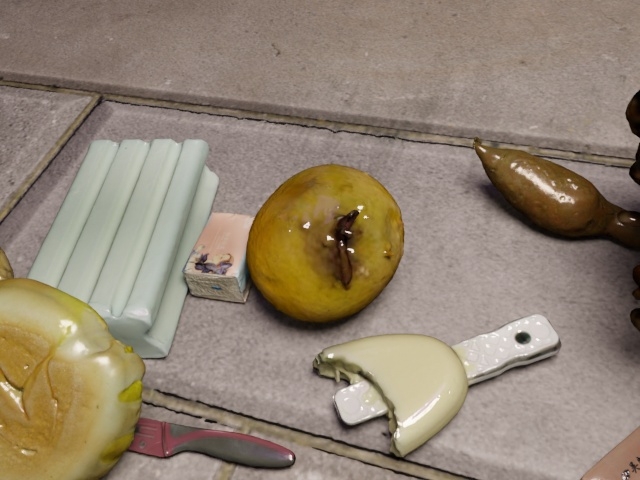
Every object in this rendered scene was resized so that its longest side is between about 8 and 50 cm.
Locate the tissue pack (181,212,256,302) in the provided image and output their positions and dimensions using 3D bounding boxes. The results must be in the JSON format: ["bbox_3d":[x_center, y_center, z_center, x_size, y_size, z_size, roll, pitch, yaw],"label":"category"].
[{"bbox_3d":[-0.107,0.017,0.754,0.074,0.058,0.094,5,51,16],"label":"tissue pack"}]

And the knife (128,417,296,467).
[{"bbox_3d":[-0.142,0.197,0.641,0.248,0.018,0.035,4,58,16],"label":"knife"}]

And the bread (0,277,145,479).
[{"bbox_3d":[-0.270,0.141,0.618,0.214,0.105,0.213,0,88,1],"label":"bread"}]

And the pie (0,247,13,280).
[{"bbox_3d":[-0.488,0.039,0.675,0.340,0.083,0.339,26,31,-17],"label":"pie"}]

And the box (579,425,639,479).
[{"bbox_3d":[0.281,0.194,0.569,0.115,0.025,0.048,-31,51,-16],"label":"box"}]

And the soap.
[{"bbox_3d":[-0.228,0.000,0.769,0.160,0.087,0.265,0,50,9],"label":"soap"}]

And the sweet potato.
[{"bbox_3d":[0.286,-0.036,0.732,0.270,0.074,0.074,27,59,13],"label":"sweet potato"}]

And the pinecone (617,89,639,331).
[{"bbox_3d":[0.421,-0.016,0.503,0.398,0.397,0.397,-4,50,5],"label":"pinecone"}]

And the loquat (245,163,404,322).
[{"bbox_3d":[0.000,0.000,0.700,0.172,0.149,0.204,-53,25,-6],"label":"loquat"}]

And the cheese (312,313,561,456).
[{"bbox_3d":[0.119,0.124,0.636,0.235,0.049,0.127,-19,48,-8],"label":"cheese"}]
